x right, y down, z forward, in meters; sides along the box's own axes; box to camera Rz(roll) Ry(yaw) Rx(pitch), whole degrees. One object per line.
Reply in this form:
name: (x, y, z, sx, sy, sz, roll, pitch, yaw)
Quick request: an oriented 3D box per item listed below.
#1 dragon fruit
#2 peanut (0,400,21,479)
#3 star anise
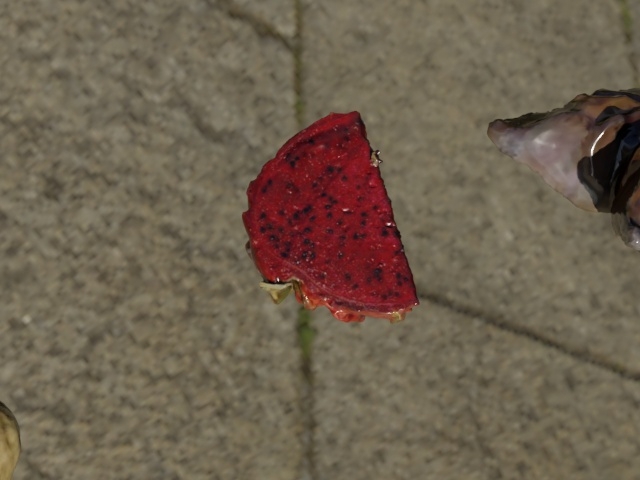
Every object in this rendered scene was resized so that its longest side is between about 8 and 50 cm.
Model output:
dragon fruit: (0.000, 0.000, 1.138, 0.106, 0.083, 0.162, -14, 70, -7)
peanut: (-0.282, 0.220, 1.320, 0.089, 0.089, 0.193, -4, 99, -45)
star anise: (0.300, -0.067, 1.268, 0.349, 0.109, 0.292, 6, 39, -18)
